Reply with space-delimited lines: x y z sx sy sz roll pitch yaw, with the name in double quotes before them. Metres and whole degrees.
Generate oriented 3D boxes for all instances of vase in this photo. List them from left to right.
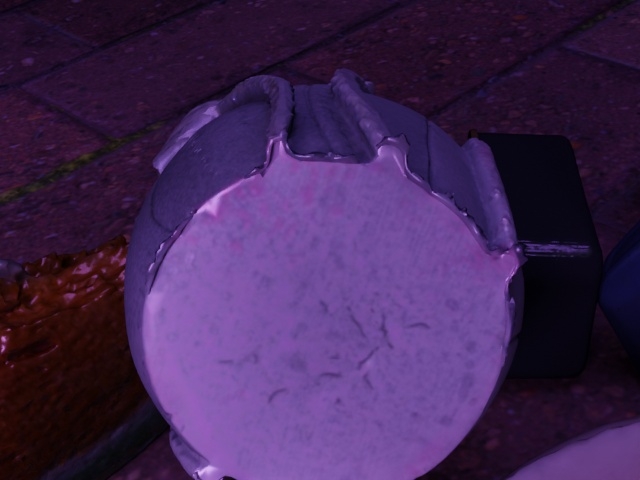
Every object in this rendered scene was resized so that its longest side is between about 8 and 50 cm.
"vase" 0.000 0.000 0.695 0.250 0.250 0.445 -5 13 1

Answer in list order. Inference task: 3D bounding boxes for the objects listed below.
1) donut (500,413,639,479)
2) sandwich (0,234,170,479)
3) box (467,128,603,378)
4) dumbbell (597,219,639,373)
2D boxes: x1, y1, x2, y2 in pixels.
"donut" 0.192 0.237 0.427 0.382 0.142 0.383 -20 32 13
"sandwich" -0.186 0.094 0.710 0.109 0.212 0.292 38 40 27
"box" 0.167 0.009 0.812 0.090 0.144 0.201 1 35 4
"dumbbell" 0.337 -0.024 0.831 0.144 0.160 0.325 -17 25 38
